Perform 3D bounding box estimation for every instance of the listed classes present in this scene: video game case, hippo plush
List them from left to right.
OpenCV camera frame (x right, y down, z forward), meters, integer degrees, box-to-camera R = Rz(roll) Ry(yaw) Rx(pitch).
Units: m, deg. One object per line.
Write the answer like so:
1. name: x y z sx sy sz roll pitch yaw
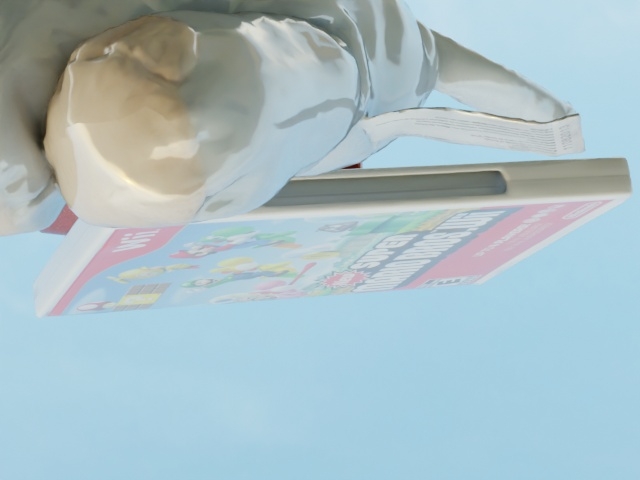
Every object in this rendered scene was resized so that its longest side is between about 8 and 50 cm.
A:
1. hippo plush: -0.058 -0.134 0.640 0.294 0.237 0.234 -5 -172 7
2. video game case: 0.000 0.000 0.947 0.285 0.204 0.025 -3 -104 -20

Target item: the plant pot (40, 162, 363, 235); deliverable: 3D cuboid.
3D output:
1. plant pot: -0.136 -0.150 1.185 0.235 0.267 0.267 -18 -129 20
